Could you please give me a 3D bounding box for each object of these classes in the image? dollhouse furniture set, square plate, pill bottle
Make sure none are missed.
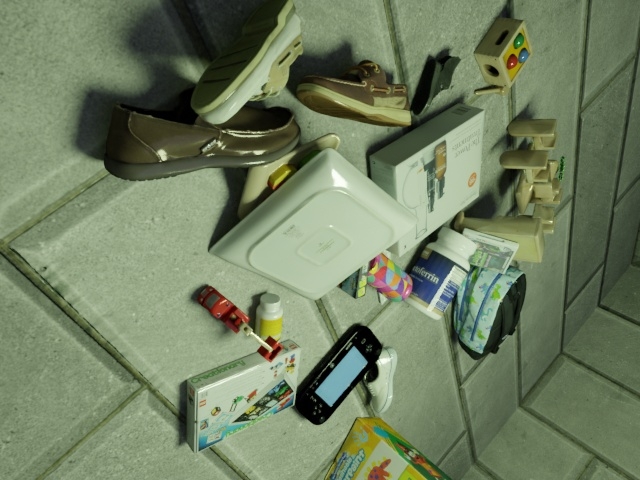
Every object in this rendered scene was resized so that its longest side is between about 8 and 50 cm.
[{"bbox_3d":[0.642,-0.144,1.720,0.362,0.256,0.394,54,52,-47],"label":"dollhouse furniture set"},{"bbox_3d":[0.000,0.000,1.104,0.347,0.049,0.344,-39,137,21],"label":"square plate"},{"bbox_3d":[-0.123,0.188,1.218,0.065,0.065,0.116,-16,124,-38],"label":"pill bottle"},{"bbox_3d":[0.369,0.101,1.588,0.153,0.153,0.265,31,90,-49],"label":"pill bottle"}]

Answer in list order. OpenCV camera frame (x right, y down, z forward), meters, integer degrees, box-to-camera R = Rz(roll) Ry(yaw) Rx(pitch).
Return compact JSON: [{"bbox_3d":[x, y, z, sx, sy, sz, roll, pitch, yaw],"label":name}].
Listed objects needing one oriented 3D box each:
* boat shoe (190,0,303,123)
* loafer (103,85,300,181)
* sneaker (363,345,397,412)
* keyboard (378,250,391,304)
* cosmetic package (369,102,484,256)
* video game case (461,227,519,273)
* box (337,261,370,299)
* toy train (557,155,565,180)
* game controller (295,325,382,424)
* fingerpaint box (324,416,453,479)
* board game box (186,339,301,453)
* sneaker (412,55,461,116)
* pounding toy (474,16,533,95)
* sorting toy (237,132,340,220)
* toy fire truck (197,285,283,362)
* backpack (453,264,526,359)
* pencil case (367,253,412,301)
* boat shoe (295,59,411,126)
[{"bbox_3d":[-0.103,-0.291,0.861,0.103,0.113,0.302,57,49,-41],"label":"boat shoe"},{"bbox_3d":[-0.185,-0.197,0.876,0.365,0.133,0.130,-20,126,-36],"label":"loafer"},{"bbox_3d":[0.185,0.464,1.685,0.091,0.094,0.258,-6,114,-22],"label":"sneaker"},{"bbox_3d":[0.187,0.082,1.502,0.072,0.014,0.256,-36,134,-24],"label":"keyboard"},{"bbox_3d":[0.301,-0.171,1.400,0.377,0.097,0.285,-34,136,-29],"label":"cosmetic package"},{"bbox_3d":[0.539,0.038,1.671,0.190,0.173,0.022,80,31,-61],"label":"video game case"},{"bbox_3d":[0.076,0.032,1.287,0.036,0.114,0.207,-16,123,-38],"label":"box"},{"bbox_3d":[0.810,-0.241,1.709,0.023,0.017,0.083,0,96,-67],"label":"toy train"},{"bbox_3d":[0.057,0.401,1.523,0.319,0.067,0.166,-47,138,-14],"label":"game controller"},{"bbox_3d":[0.191,0.896,1.716,0.163,0.371,0.445,22,96,-48],"label":"fingerpaint box"},{"bbox_3d":[-0.188,0.385,1.279,0.305,0.053,0.193,-13,121,-39],"label":"board game box"},{"bbox_3d":[0.297,-0.394,1.300,0.089,0.051,0.170,5,106,-41],"label":"sneaker"},{"bbox_3d":[0.519,-0.480,1.437,0.181,0.094,0.206,-56,139,-4],"label":"pounding toy"},{"bbox_3d":[-0.063,-0.123,1.048,0.208,0.038,0.193,-26,161,-30],"label":"sorting toy"},{"bbox_3d":[-0.174,0.184,1.112,0.047,0.135,0.192,-49,138,-11],"label":"toy fire truck"},{"bbox_3d":[0.623,0.226,1.867,0.290,0.273,0.356,-37,156,-20],"label":"backpack"},{"bbox_3d":[0.165,0.090,1.409,0.236,0.104,0.104,38,85,-44],"label":"pencil case"},{"bbox_3d":[0.084,-0.325,1.094,0.342,0.123,0.123,-1,100,-44],"label":"boat shoe"}]
